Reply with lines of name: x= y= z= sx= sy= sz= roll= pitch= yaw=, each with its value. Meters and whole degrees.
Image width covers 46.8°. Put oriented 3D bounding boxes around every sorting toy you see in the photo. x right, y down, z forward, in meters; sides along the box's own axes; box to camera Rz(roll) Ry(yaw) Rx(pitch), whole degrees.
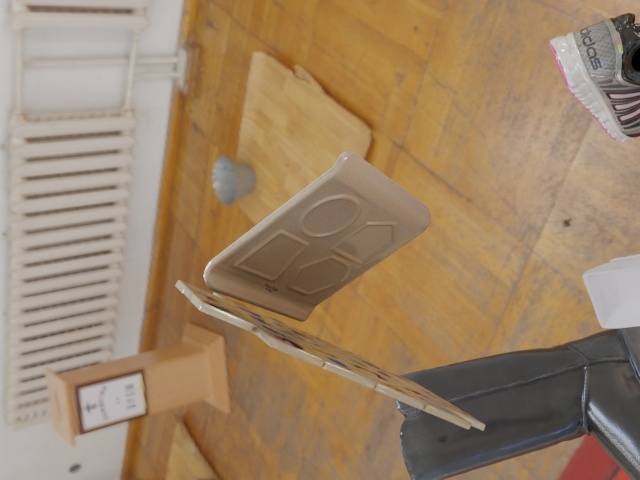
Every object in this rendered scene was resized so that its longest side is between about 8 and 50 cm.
sorting toy: x=0.000 y=0.000 z=0.813 sx=0.208 sy=0.193 sz=0.038 roll=-40 pitch=55 yaw=17

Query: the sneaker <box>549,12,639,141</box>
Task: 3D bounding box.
sneaker: x=0.261 y=-0.136 z=0.618 sx=0.074 sy=0.170 sz=0.063 roll=-24 pitch=60 yaw=35

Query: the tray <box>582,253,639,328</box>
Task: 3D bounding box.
tray: x=0.420 y=0.036 z=0.766 sx=0.270 sy=0.145 sz=0.030 roll=-11 pitch=57 yaw=24

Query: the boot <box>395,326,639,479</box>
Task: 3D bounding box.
boot: x=0.350 y=0.334 z=1.229 sx=0.367 sy=0.445 sz=0.146 roll=-85 pitch=-25 yaw=-52

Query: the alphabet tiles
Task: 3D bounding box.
alphabet tiles: x=0.006 y=0.125 z=0.821 sx=0.011 sy=0.342 sz=0.285 roll=-65 pitch=19 yaw=-4
